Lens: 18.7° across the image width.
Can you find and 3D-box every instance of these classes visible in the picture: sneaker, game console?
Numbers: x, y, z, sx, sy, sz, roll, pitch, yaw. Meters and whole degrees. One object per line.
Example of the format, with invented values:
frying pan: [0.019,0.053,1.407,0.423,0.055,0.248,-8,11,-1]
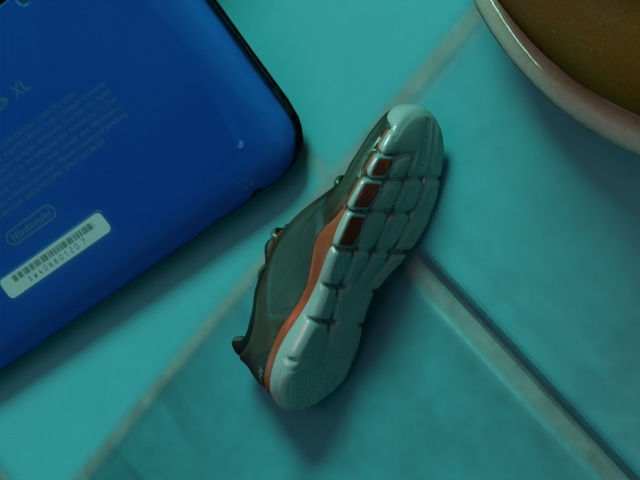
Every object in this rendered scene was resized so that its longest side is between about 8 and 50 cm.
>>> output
sneaker: [0.000,0.000,0.925,0.065,0.061,0.158,33,98,38]
game console: [-0.167,-0.092,1.062,0.293,0.173,0.250,-33,97,23]

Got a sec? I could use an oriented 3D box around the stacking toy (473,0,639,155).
stacking toy: [0.104,-0.223,0.650,0.351,0.480,0.350,-6,79,31]
